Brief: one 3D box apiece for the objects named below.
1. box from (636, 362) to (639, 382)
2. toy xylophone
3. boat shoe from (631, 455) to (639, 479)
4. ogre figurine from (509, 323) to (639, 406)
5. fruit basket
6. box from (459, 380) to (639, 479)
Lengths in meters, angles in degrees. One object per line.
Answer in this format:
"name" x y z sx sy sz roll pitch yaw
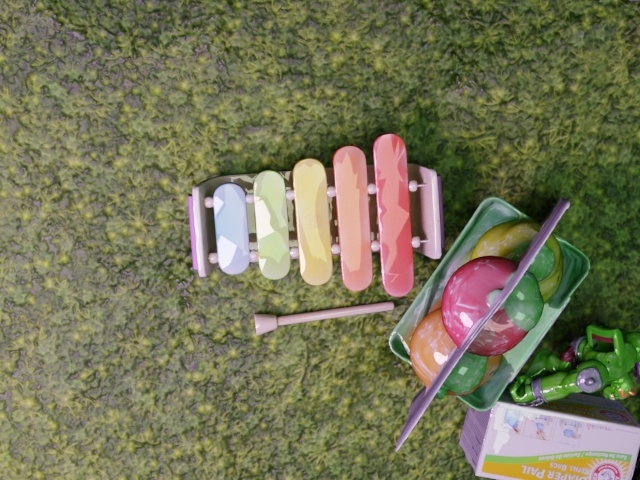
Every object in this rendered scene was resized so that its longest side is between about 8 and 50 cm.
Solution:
"box" 0.548 0.238 1.672 0.201 0.293 0.057 -20 139 0
"toy xylophone" 0.000 0.000 1.673 0.322 0.081 0.236 -12 103 -2
"boat shoe" 0.432 0.297 1.753 0.049 0.142 0.040 -23 94 40
"ogre figurine" 0.335 0.153 1.668 0.197 0.118 0.097 -2 86 -37
"fruit basket" 0.204 0.090 1.565 0.165 0.353 0.327 34 96 0
"box" 0.298 0.255 1.733 0.203 0.114 0.103 11 101 -8
